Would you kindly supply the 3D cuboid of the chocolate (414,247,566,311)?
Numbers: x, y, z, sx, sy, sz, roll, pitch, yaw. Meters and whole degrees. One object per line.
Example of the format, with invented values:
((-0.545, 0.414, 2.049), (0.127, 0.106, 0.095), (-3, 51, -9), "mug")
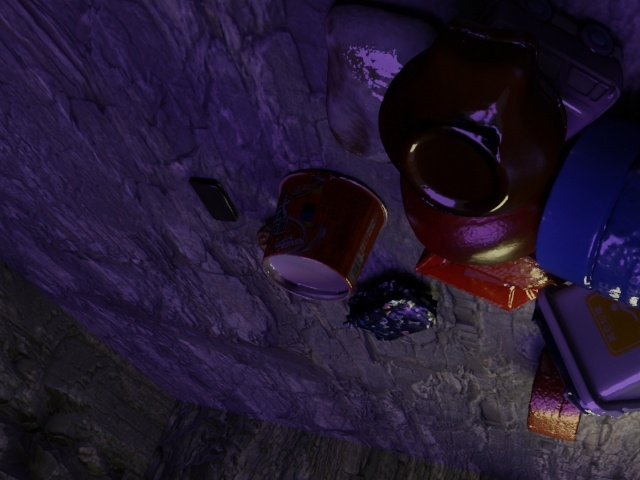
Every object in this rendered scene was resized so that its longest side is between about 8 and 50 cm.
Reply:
((0.345, 0.027, 1.297), (0.238, 0.108, 0.235), (22, 151, -7), "chocolate")

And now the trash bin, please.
((0.602, 0.132, 1.124), (0.296, 0.255, 0.368), (9, 143, -35), "trash bin")

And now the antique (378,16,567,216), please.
((0.180, -0.129, 0.799), (0.224, 0.129, 0.278), (21, 152, 12), "antique")

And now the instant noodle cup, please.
((0.000, 0.000, 1.372), (0.251, 0.192, 0.250), (15, 151, 8), "instant noodle cup")

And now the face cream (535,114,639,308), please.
((0.459, -0.029, 0.909), (0.225, 0.249, 0.249), (26, 159, 34), "face cream")

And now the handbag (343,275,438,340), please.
((0.173, 0.174, 1.658), (0.162, 0.113, 0.260), (24, 151, -22), "handbag")

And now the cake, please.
((0.633, 0.416, 1.724), (0.151, 0.176, 0.283), (9, 149, 19), "cake")

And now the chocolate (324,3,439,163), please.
((0.089, -0.225, 1.029), (0.185, 0.100, 0.303), (17, 151, 12), "chocolate")

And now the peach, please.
((0.249, -0.074, 1.047), (0.275, 0.245, 0.248), (-8, 132, 43), "peach")

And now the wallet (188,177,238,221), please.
((-0.251, -0.094, 1.549), (0.082, 0.018, 0.156), (7, 149, 23), "wallet")

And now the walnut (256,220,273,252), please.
((-0.105, -0.007, 1.549), (0.096, 0.082, 0.078), (-13, 109, 35), "walnut")

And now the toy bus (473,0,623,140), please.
((0.284, -0.216, 0.865), (0.203, 0.142, 0.142), (25, 151, -9), "toy bus")
